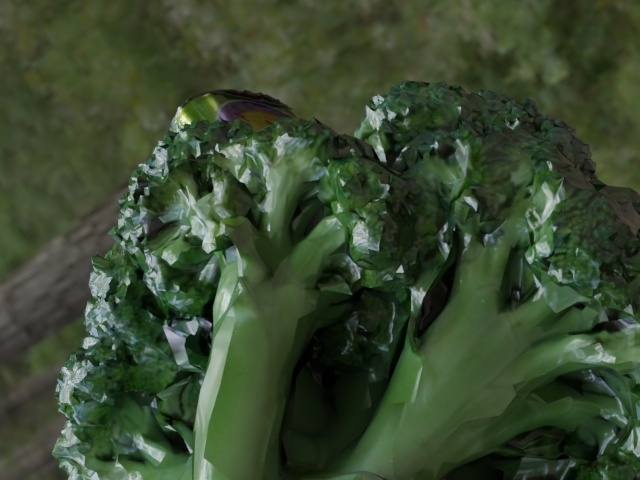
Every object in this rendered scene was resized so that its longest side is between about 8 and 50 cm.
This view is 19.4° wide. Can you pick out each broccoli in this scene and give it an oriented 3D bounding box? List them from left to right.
[{"bbox_3d":[0.025,0.079,0.627,0.270,0.270,0.270,58,-149,-14],"label":"broccoli"}]

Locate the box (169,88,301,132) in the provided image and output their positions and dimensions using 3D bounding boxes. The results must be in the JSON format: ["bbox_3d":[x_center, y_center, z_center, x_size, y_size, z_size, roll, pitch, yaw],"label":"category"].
[{"bbox_3d":[0.000,0.000,1.486,0.134,0.097,0.345,11,-154,-35],"label":"box"}]
